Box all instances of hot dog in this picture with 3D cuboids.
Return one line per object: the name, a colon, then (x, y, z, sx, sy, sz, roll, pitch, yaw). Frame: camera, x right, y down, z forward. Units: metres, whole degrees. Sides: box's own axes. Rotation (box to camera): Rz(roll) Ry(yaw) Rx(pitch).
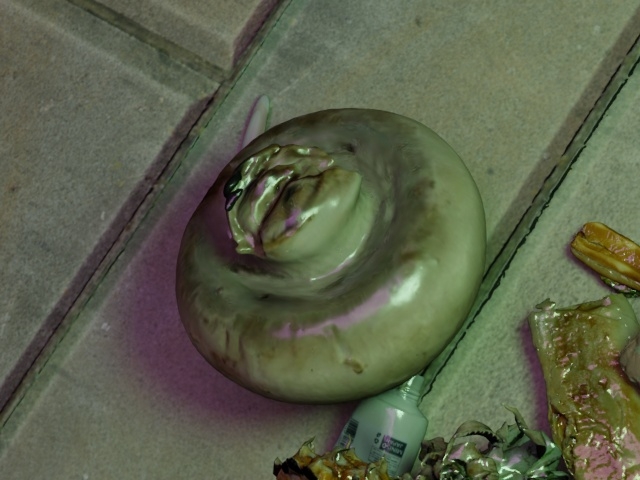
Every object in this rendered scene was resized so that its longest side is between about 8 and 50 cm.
hot dog: (0.334, 0.025, 1.896, 0.133, 0.041, 0.056, 34, 77, 33)

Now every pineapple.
pineapple: (0.123, 0.274, 1.770, 0.271, 0.262, 0.262, -27, 60, -21)

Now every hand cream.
hand cream: (0.034, 0.300, 1.893, 0.124, 0.078, 0.341, 24, 88, 22)

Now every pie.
pie: (0.308, 0.183, 1.825, 0.128, 0.068, 0.282, -16, 65, 6)

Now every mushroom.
mushroom: (0.000, 0.000, 1.868, 0.362, 0.294, 0.362, -15, 50, 18)

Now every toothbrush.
toothbrush: (-0.108, -0.041, 2.083, 0.025, 0.029, 0.307, 5, 72, 29)

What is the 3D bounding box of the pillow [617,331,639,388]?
pillow: (0.439, 0.166, 1.768, 0.248, 0.049, 0.135, 44, 98, 11)
